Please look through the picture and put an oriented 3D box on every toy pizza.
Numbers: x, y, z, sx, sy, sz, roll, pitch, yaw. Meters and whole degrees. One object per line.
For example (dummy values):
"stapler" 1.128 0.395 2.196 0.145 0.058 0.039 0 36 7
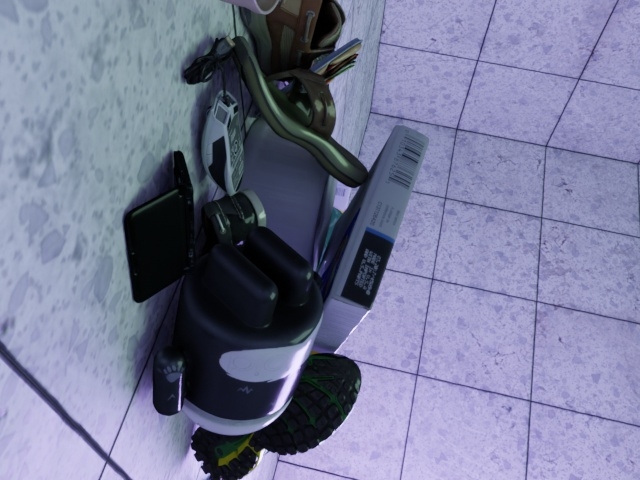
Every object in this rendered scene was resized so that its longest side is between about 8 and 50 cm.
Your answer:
"toy pizza" -0.014 -0.239 0.988 0.201 0.032 0.201 -34 -171 7

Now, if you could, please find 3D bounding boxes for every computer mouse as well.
"computer mouse" -0.122 -0.135 0.751 0.106 0.042 0.192 -78 171 -50

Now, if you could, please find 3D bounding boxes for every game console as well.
"game console" -0.169 -0.016 0.674 0.107 0.071 0.122 -115 -155 -44

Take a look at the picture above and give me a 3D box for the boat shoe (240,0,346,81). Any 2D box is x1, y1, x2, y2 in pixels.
"boat shoe" -0.027 -0.301 0.930 0.324 0.117 0.123 8 94 -84

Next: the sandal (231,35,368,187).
"sandal" -0.016 -0.177 0.862 0.303 0.086 0.120 34 22 -48

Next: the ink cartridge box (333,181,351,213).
"ink cartridge box" 0.001 -0.086 1.582 0.078 0.134 0.230 -68 169 -66

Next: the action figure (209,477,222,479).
"action figure" -0.166 0.486 1.185 0.280 0.139 0.091 68 33 -76

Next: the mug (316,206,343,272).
"mug" 0.003 -0.006 1.248 0.129 0.158 0.097 -40 126 -26

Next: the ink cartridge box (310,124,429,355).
"ink cartridge box" 0.049 0.027 0.992 0.307 0.072 0.303 115 -3 -60

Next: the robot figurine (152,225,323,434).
"robot figurine" -0.097 0.116 0.799 0.173 0.209 0.278 -101 -158 -47

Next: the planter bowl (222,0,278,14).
"planter bowl" -0.082 -0.266 0.494 0.162 0.109 0.162 12 90 -84

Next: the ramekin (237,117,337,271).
"ramekin" -0.056 -0.058 1.077 0.277 0.135 0.277 12 90 -85

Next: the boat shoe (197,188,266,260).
"boat shoe" -0.137 0.032 0.881 0.079 0.084 0.233 -23 144 -35

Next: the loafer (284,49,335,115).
"loafer" -0.032 -0.301 1.149 0.094 0.088 0.251 39 49 -55

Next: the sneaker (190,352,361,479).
"sneaker" -0.063 0.255 1.011 0.344 0.134 0.146 -36 178 36
